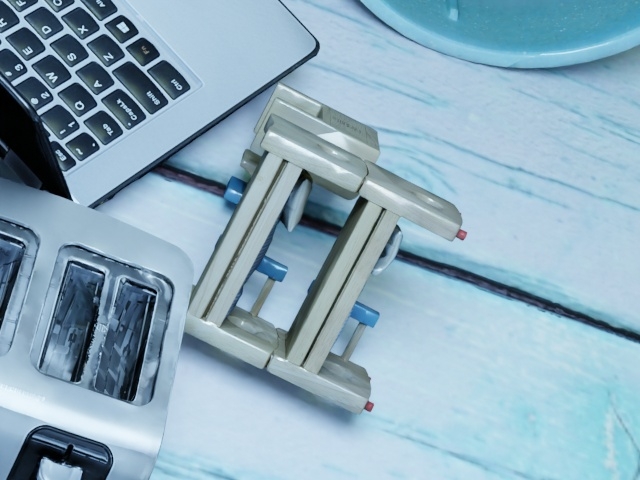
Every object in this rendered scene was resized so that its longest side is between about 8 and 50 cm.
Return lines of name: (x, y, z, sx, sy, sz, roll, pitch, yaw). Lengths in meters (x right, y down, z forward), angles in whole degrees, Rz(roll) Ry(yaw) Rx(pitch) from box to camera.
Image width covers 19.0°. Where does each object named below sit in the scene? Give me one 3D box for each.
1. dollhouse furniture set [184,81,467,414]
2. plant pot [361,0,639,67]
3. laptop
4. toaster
dollhouse furniture set: (0.000, 0.000, 1.175, 0.129, 0.129, 0.184, 27, 12, -6)
plant pot: (0.151, -0.363, 1.461, 0.341, 0.341, 0.334, 16, 35, -16)
laptop: (-0.194, -0.227, 1.093, 0.382, 0.236, 0.408, 47, 47, 4)
toaster: (-0.162, 0.062, 1.001, 0.168, 0.110, 0.186, 21, 42, -12)
